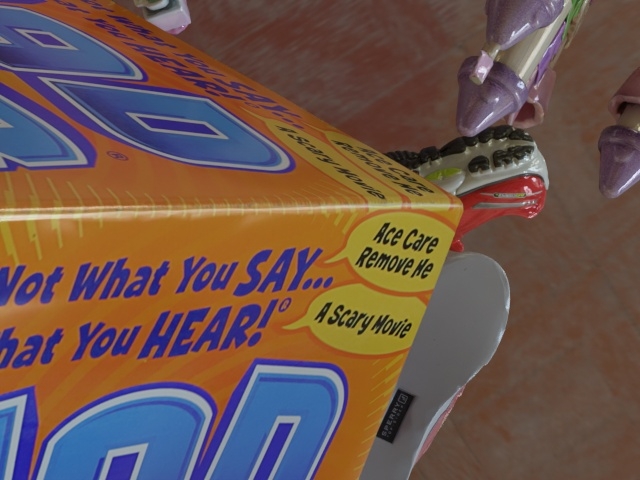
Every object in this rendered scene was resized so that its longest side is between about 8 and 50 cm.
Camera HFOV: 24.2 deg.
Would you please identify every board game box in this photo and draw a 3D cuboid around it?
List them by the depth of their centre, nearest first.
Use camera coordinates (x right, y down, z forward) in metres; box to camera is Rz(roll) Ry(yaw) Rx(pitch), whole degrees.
[{"bbox_3d":[-0.226,0.068,0.666,0.356,0.356,0.356,32,111,33],"label":"board game box"}]

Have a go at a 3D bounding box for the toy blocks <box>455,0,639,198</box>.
[{"bbox_3d":[0.149,-0.178,1.120,0.309,0.288,0.260,28,72,11],"label":"toy blocks"}]

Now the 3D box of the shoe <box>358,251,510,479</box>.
[{"bbox_3d":[0.052,0.086,0.905,0.063,0.081,0.178,29,89,-2],"label":"shoe"}]

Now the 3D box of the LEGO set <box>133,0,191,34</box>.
[{"bbox_3d":[0.024,-0.204,0.875,0.287,0.107,0.132,-10,77,8],"label":"LEGO set"}]

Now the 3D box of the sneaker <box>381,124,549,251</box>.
[{"bbox_3d":[0.117,-0.033,1.659,0.279,0.107,0.118,-13,123,13],"label":"sneaker"}]
